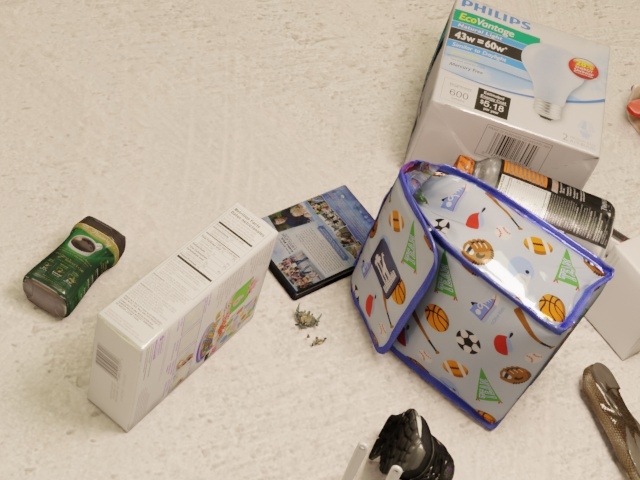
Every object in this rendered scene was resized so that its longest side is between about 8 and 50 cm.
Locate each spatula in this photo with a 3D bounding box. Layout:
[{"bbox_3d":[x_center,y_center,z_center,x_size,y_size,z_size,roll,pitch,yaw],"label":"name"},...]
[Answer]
[{"bbox_3d":[0.087,0.399,1.657,0.168,0.242,0.019,27,40,7],"label":"spatula"}]

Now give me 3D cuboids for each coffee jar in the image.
[{"bbox_3d":[-0.415,0.041,1.903,0.096,0.079,0.184,29,50,10],"label":"coffee jar"}]

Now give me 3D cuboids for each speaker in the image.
[{"bbox_3d":[0.583,-0.002,2.275,0.136,0.055,0.055,35,50,11],"label":"speaker"}]

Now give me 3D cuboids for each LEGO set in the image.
[{"bbox_3d":[-0.022,0.151,1.980,0.054,0.023,0.083,-3,66,-17],"label":"LEGO set"}]

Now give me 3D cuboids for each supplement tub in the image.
[{"bbox_3d":[0.386,-0.039,2.151,0.316,0.193,0.193,22,48,1],"label":"supplement tub"}]

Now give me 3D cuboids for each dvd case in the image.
[{"bbox_3d":[0.000,0.000,2.109,0.253,0.022,0.180,-23,62,-32],"label":"dvd case"}]

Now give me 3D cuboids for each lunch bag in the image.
[{"bbox_3d":[0.239,0.083,1.916,0.385,0.328,0.239,39,49,14],"label":"lunch bag"}]

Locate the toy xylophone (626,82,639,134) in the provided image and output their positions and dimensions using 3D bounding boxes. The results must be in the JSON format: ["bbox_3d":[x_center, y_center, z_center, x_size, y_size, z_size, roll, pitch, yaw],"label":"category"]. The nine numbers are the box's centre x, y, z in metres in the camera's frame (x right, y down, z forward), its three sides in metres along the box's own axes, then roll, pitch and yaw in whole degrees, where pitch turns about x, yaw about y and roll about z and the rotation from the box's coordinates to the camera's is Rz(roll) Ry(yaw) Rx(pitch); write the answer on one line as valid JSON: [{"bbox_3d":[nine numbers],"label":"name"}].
[{"bbox_3d":[0.841,-0.241,2.539,0.236,0.081,0.322,-24,62,-33],"label":"toy xylophone"}]

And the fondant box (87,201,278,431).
[{"bbox_3d":[-0.221,0.121,1.793,0.096,0.238,0.330,37,50,15],"label":"fondant box"}]

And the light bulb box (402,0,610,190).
[{"bbox_3d":[0.390,-0.275,2.327,0.358,0.225,0.361,18,49,-2],"label":"light bulb box"}]

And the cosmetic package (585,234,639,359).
[{"bbox_3d":[0.699,0.066,2.163,0.365,0.197,0.155,-18,59,-31],"label":"cosmetic package"}]

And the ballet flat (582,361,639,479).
[{"bbox_3d":[0.527,0.334,1.983,0.084,0.058,0.250,4,53,-43],"label":"ballet flat"}]

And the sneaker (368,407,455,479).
[{"bbox_3d":[0.162,0.331,1.728,0.124,0.283,0.107,29,84,0],"label":"sneaker"}]
